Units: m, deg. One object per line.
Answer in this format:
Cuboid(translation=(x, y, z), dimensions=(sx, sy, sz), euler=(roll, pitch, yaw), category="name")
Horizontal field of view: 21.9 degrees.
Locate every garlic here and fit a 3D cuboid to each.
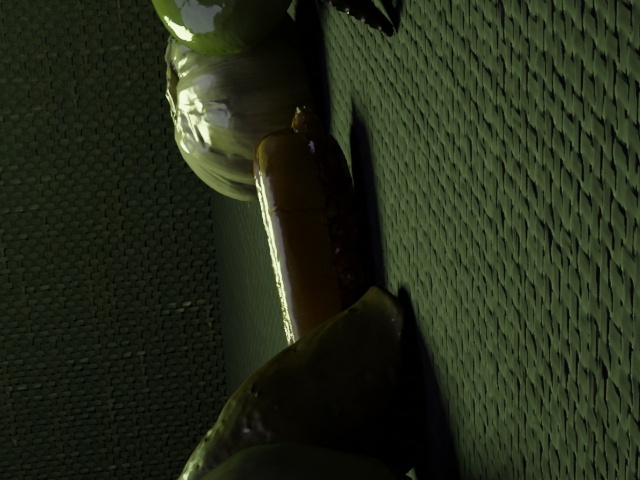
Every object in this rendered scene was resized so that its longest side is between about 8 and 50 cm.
Cuboid(translation=(-0.085, -0.152, 1.741), dimensions=(0.228, 0.152, 0.228), euler=(168, 90, -81), category="garlic")

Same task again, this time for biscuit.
Cuboid(translation=(-0.041, -0.221, 1.246), dimensions=(0.016, 0.203, 0.144), euler=(-57, 24, 15), category="biscuit")

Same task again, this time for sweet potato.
Cuboid(translation=(-0.042, 0.204, 1.347), dimensions=(0.158, 0.369, 0.158), euler=(43, 176, 4), category="sweet potato")

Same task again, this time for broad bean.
Cuboid(translation=(-0.101, -0.304, 1.647), dimensions=(0.121, 0.189, 0.263), euler=(40, -145, -48), category="broad bean")

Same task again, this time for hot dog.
Cuboid(translation=(0.000, 0.000, 1.486), dimensions=(0.076, 0.102, 0.249), euler=(-13, 84, 41), category="hot dog")

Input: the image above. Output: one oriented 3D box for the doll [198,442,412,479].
Cuboid(translation=(-0.001, 0.319, 1.196), dimensions=(0.247, 0.247, 0.349), euler=(-108, 3, -56), category="doll")
